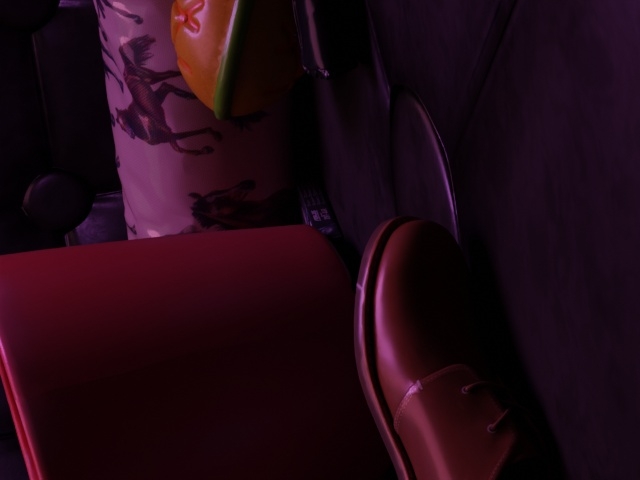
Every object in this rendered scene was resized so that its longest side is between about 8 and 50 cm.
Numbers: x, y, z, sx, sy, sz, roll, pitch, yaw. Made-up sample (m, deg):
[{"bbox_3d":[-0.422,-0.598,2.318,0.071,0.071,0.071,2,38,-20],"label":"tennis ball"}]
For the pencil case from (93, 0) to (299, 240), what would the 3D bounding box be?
[{"bbox_3d":[-0.100,-0.141,1.140,0.183,0.160,0.410,-133,32,-52],"label":"pencil case"}]

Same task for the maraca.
[{"bbox_3d":[-0.042,-0.169,0.955,0.127,0.099,0.185,152,132,-85],"label":"maraca"}]

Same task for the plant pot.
[{"bbox_3d":[-0.094,0.113,1.036,0.275,0.243,0.275,165,90,-75],"label":"plant pot"}]

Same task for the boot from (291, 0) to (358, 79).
[{"bbox_3d":[0.002,-0.143,0.850,0.121,0.045,0.099,-103,8,-71],"label":"boot"}]

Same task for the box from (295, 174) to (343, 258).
[{"bbox_3d":[0.000,0.000,1.116,0.083,0.018,0.067,-110,12,-50],"label":"box"}]

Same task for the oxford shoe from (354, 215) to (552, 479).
[{"bbox_3d":[0.070,0.082,0.656,0.076,0.076,0.212,-33,61,48],"label":"oxford shoe"}]
